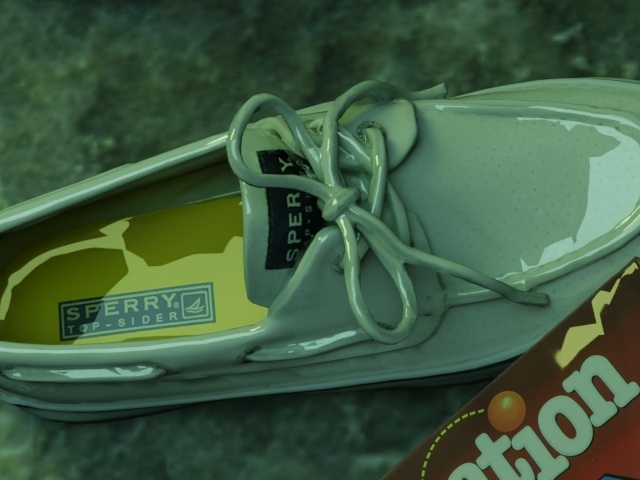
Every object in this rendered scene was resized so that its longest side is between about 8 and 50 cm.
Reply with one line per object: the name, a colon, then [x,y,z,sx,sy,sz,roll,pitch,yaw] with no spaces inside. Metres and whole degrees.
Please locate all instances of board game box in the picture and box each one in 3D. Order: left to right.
board game box: [0.072,0.151,0.783,0.281,0.027,0.145,-43,59,12]

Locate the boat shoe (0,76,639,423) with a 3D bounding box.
boat shoe: [-0.003,-0.008,0.815,0.367,0.156,0.135,-10,74,10]
